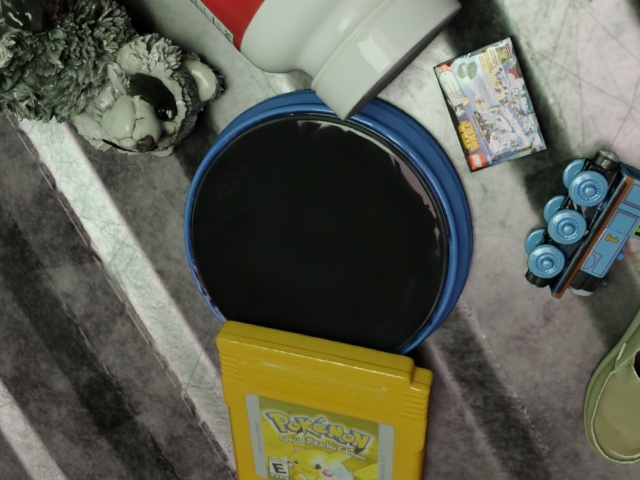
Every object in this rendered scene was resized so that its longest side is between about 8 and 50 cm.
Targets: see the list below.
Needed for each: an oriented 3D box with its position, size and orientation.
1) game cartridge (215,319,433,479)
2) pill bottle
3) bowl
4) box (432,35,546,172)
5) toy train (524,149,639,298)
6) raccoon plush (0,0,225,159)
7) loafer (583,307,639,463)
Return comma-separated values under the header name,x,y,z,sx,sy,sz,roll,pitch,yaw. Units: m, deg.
name,x,y,z,sx,sy,sz,roll,pitch,yaw
game cartridge,0.005,0.265,0.995,0.286,0.052,0.323,9,130,15
pill bottle,-0.054,-0.332,0.756,0.407,0.229,0.229,46,116,-2
bowl,0.000,0.000,0.940,0.391,0.077,0.390,6,110,16
box,0.200,-0.159,0.845,0.094,0.027,0.137,-17,102,21
toy train,0.314,-0.013,0.834,0.105,0.080,0.184,24,114,2
raccoon plush,-0.299,-0.303,0.915,0.216,0.299,0.446,-26,67,39
loafer,0.394,0.168,0.862,0.102,0.092,0.268,18,113,11
